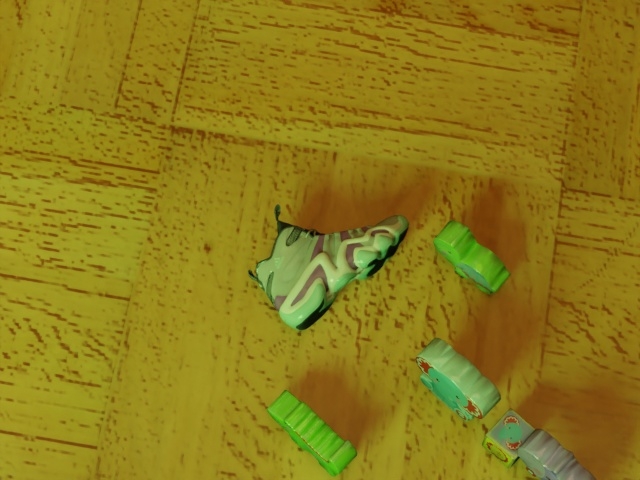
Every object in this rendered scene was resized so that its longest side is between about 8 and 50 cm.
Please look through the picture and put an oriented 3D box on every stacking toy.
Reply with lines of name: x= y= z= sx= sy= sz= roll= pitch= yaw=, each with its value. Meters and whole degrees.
stacking toy: x=0.106 y=0.107 z=0.957 sx=0.221 sy=0.052 sz=0.167 roll=39 pitch=71 yaw=14

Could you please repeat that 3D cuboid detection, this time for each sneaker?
sneaker: x=0.000 y=0.000 z=1.004 sx=0.098 sy=0.038 sz=0.069 roll=-38 pitch=75 yaw=-17
